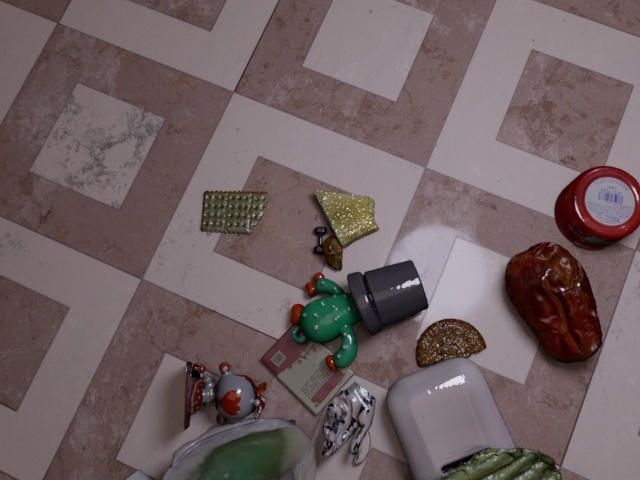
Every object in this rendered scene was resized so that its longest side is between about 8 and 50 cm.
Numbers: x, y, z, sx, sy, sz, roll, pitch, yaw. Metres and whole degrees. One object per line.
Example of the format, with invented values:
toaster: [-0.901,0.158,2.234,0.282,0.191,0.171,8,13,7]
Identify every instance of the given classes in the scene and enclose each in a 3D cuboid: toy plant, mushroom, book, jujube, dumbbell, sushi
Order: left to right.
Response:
book: [-0.039,0.367,1.816,0.232,0.022,0.162,42,84,10]
dumbbell: [0.000,0.000,1.886,0.040,0.036,0.084,1,78,3]
sushi: [0.041,0.035,1.852,0.060,0.118,0.062,-3,40,27]
toy plant: [0.099,0.199,1.766,0.399,0.185,0.280,-20,86,5]
mushroom: [0.117,0.583,1.763,0.049,0.019,0.101,18,77,6]
jujube: [0.652,0.180,1.741,0.216,0.216,0.342,-26,90,-3]

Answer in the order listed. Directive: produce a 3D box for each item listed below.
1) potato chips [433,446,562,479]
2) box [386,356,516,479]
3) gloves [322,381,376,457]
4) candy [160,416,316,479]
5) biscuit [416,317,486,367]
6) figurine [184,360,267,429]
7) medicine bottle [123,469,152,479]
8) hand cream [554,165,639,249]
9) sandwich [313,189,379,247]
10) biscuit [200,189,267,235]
potato chips: [0.438,0.709,1.617,0.429,0.070,0.359,-34,108,1]
box: [0.356,0.515,1.702,0.288,0.141,0.349,-21,78,-2]
gloves: [0.068,0.508,1.740,0.127,0.111,0.212,42,79,-14]
candy: [-0.221,0.646,1.624,0.426,0.386,0.186,-7,117,1]
biscuit: [0.369,0.290,1.808,0.206,0.025,0.126,-16,77,-1]
figurine: [-0.265,0.434,1.762,0.225,0.160,0.184,1,78,-6]
medicine bottle: [-0.448,0.797,1.660,0.190,0.190,0.332,-43,79,-6]
hand cream: [0.809,-0.096,1.807,0.230,0.149,0.231,0,76,1]
sandwich: [0.090,-0.096,1.894,0.162,0.058,0.193,-27,76,-5]
biscuit: [-0.269,-0.087,1.930,0.203,0.016,0.144,3,78,5]
